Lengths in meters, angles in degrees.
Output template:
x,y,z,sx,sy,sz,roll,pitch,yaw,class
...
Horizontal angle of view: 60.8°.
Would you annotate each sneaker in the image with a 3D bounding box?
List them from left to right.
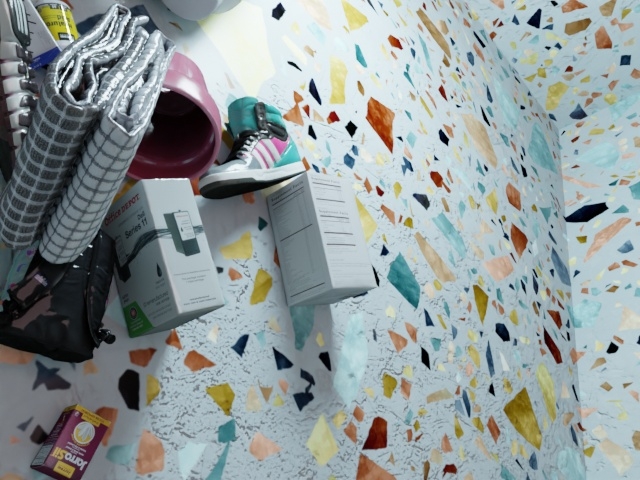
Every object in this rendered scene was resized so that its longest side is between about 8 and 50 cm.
x,y,z,sx,sy,sz,roll,pitch,yaw,class
-0.486,-0.206,0.755,0.163,0.106,0.281,-5,97,-13,sneaker
-0.149,-0.190,1.071,0.296,0.124,0.178,-25,94,-58,sneaker

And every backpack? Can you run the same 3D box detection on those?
x,y,z,sx,sy,sz,roll,pitch,yaw,class
-0.353,0.059,0.730,0.152,0.115,0.181,38,45,-45,backpack

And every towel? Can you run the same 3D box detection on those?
x,y,z,sx,sy,sz,roll,pitch,yaw,class
-0.290,-0.143,0.682,0.121,0.235,0.283,24,36,-23,towel

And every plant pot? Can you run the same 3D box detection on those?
x,y,z,sx,sy,sz,roll,pitch,yaw,class
-0.266,-0.224,0.927,0.201,0.201,0.180,33,34,-32,plant pot

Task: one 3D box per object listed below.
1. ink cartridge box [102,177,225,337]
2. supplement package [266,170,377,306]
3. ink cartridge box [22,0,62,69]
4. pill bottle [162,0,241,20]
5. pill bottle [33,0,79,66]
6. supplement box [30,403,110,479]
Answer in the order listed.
x,y,z,sx,sy,sz,roll,pitch,yaw,class
-0.246,0.026,0.834,0.087,0.153,0.208,-7,74,-48,ink cartridge box
0.000,0.000,1.125,0.134,0.139,0.244,4,68,-45,supplement package
-0.488,-0.353,0.814,0.097,0.046,0.207,-32,96,-11,ink cartridge box
-0.217,-0.610,1.170,0.188,0.188,0.333,44,43,-23,pill bottle
-0.426,-0.324,0.889,0.065,0.065,0.116,-10,78,-49,pill bottle
-0.323,0.264,0.709,0.055,0.043,0.083,42,45,-27,supplement box
